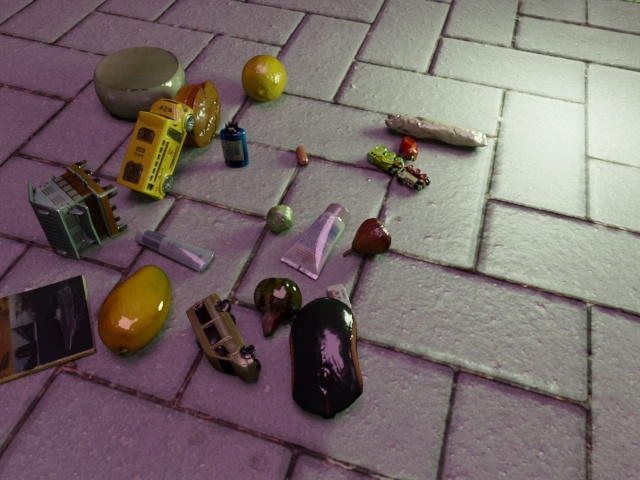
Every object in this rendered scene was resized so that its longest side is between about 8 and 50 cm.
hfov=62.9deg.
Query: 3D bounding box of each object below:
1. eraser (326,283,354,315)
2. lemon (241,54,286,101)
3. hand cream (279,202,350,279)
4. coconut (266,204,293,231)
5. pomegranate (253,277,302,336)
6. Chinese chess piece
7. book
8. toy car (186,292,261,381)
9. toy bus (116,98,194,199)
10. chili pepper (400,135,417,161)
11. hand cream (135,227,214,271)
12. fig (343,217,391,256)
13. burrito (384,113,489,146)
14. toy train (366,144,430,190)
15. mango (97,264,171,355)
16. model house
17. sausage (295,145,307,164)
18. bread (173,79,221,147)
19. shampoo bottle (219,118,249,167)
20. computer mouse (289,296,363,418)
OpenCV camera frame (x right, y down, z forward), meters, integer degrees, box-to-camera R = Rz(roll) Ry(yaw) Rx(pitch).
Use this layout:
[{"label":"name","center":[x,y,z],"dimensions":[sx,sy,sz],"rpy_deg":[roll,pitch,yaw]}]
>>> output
[{"label":"eraser","center":[0.056,0.183,1.493],"dimensions":[0.052,0.029,0.122],"rpy_deg":[-11,52,-10]},{"label":"lemon","center":[-0.224,-0.648,2.080],"dimensions":[0.178,0.178,0.203],"rpy_deg":[7,52,4]},{"label":"hand cream","center":[0.000,0.000,1.623],"dimensions":[0.133,0.083,0.248],"rpy_deg":[29,66,22]},{"label":"coconut","center":[-0.129,-0.074,1.668],"dimensions":[0.087,0.088,0.096],"rpy_deg":[-5,56,-5]},{"label":"pomegranate","center":[-0.122,0.174,1.434],"dimensions":[0.138,0.126,0.163],"rpy_deg":[15,52,2]},{"label":"Chinese chess piece","center":[-0.708,-0.622,2.067],"dimensions":[0.348,0.147,0.350],"rpy_deg":[1,50,-1]},{"label":"book","center":[-0.817,0.252,1.419],"dimensions":[0.373,0.028,0.263],"rpy_deg":[-17,54,-15]},{"label":"toy car","center":[-0.256,0.266,1.373],"dimensions":[0.124,0.101,0.257],"rpy_deg":[-26,54,-16]},{"label":"toy bus","center":[-0.548,-0.315,1.732],"dimensions":[0.144,0.152,0.331],"rpy_deg":[19,90,15]},{"label":"chili pepper","center":[0.324,-0.333,1.913],"dimensions":[0.059,0.050,0.191],"rpy_deg":[0,38,2]},{"label":"hand cream","center":[-0.449,0.023,1.605],"dimensions":[0.255,0.048,0.080],"rpy_deg":[21,58,12]},{"label":"fig","center":[0.142,-0.012,1.608],"dimensions":[0.152,0.119,0.119],"rpy_deg":[-3,50,10]},{"label":"burrito","center":[0.436,-0.413,1.966],"dimensions":[0.391,0.076,0.117],"rpy_deg":[14,24,10]},{"label":"toy train","center":[0.276,-0.252,1.845],"dimensions":[0.085,0.053,0.249],"rpy_deg":[-41,62,-20]},{"label":"mango","center":[-0.502,0.183,1.432],"dimensions":[0.176,0.119,0.317],"rpy_deg":[5,42,7]},{"label":"model house","center":[-0.738,-0.089,1.583],"dimensions":[0.215,0.224,0.198],"rpy_deg":[-35,61,-31]},{"label":"sausage","center":[-0.067,-0.308,1.893],"dimensions":[0.034,0.034,0.083],"rpy_deg":[-10,52,-9]},{"label":"bread","center":[-0.448,-0.462,1.911],"dimensions":[0.142,0.196,0.270],"rpy_deg":[1,51,9]},{"label":"shampoo bottle","center":[-0.299,-0.333,1.812],"dimensions":[0.087,0.183,0.050],"rpy_deg":[0,52,-1]},{"label":"computer mouse","center":[0.010,0.284,1.339],"dimensions":[0.182,0.116,0.324],"rpy_deg":[-10,54,8]}]
